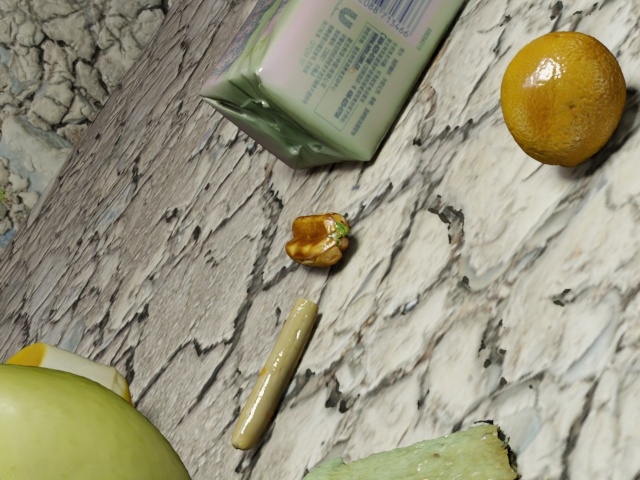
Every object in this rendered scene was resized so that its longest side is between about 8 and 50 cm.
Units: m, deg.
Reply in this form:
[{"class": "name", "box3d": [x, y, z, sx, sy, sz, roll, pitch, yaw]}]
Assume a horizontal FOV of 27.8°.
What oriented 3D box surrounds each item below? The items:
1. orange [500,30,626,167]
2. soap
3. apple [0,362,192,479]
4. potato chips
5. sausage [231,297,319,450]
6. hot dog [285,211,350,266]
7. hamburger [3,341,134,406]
[{"class": "orange", "box3d": [0.149, -0.087, 0.797, 0.085, 0.085, 0.085, -47, 20, 24]}, {"class": "soap", "box3d": [0.007, -0.181, 1.201, 0.199, 0.138, 0.182, -59, 20, -11]}, {"class": "apple", "box3d": [-0.227, 0.226, 0.917, 0.292, 0.292, 0.254, -56, 35, -1]}, {"class": "potato chips", "box3d": [0.053, 0.134, 0.676, 0.142, 0.026, 0.209, -32, 18, -37]}, {"class": "sausage", "box3d": [-0.035, 0.105, 1.006, 0.024, 0.024, 0.132, -22, 39, 59]}, {"class": "hot dog", "box3d": [0.000, 0.000, 1.086, 0.122, 0.037, 0.049, -173, 104, -75]}, {"class": "hamburger", "box3d": [-0.273, 0.239, 1.179, 0.295, 0.151, 0.227, -59, 19, -19]}]
